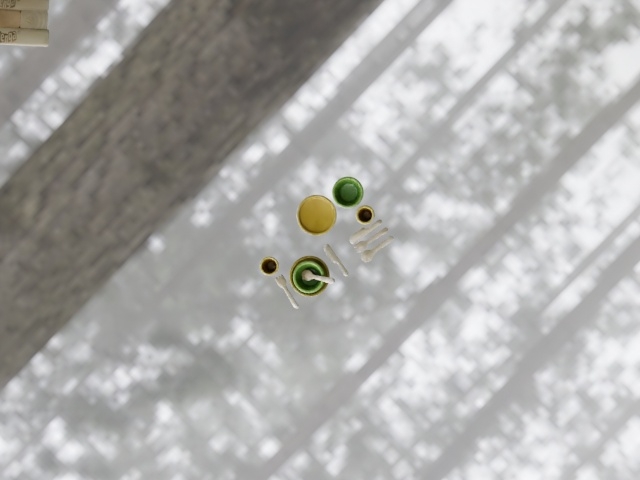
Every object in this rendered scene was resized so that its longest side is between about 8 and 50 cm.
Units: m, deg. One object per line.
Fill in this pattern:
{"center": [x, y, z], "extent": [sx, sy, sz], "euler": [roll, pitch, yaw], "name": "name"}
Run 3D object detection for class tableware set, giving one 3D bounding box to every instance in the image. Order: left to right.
{"center": [0.000, 0.000, 2.045], "extent": [0.104, 0.154, 0.024], "euler": [56, -171, 5], "name": "tableware set"}

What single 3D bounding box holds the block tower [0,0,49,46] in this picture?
{"center": [-0.314, -0.359, 1.685], "extent": [0.097, 0.335, 0.091], "euler": [-1, -170, -31], "name": "block tower"}
